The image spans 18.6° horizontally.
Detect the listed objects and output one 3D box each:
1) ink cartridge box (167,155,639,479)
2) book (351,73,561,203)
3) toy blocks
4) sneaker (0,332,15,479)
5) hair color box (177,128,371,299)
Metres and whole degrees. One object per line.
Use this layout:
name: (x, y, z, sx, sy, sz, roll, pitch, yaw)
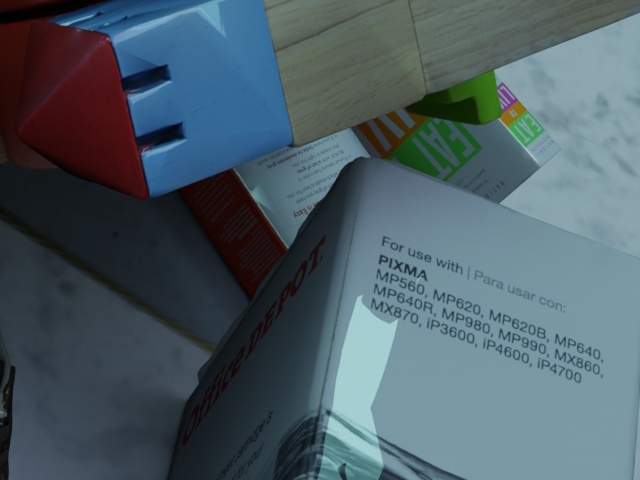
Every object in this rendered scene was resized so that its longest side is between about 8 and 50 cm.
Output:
ink cartridge box: (0.008, 0.140, 0.649, 0.114, 0.197, 0.272, 19, 54, -13)
book: (0.029, -0.068, 0.858, 0.144, 0.096, 0.035, 48, 50, 2)
toy blocks: (-0.084, -0.096, 0.659, 0.261, 0.381, 0.190, -23, 111, -29)
sneaker: (-0.140, 0.075, 0.687, 0.066, 0.071, 0.188, 4, 61, -29)
hair color box: (0.000, 0.000, 0.835, 0.072, 0.043, 0.141, -27, 78, -39)
